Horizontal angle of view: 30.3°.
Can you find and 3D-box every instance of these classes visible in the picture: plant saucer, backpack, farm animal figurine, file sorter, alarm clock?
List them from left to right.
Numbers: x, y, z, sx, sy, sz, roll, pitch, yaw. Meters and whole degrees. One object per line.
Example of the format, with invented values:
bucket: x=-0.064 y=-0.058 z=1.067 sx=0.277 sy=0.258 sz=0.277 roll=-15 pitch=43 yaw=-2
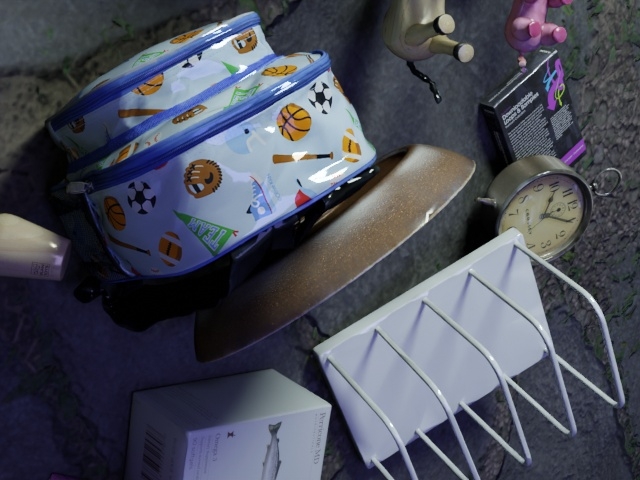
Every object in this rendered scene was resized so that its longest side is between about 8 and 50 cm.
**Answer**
backpack: x=-0.088 y=-0.073 z=0.992 sx=0.276 sy=0.263 sz=0.213 roll=-39 pitch=112 yaw=-23
plant saucer: x=0.000 y=0.000 z=1.080 sx=0.310 sy=0.310 sz=0.050 roll=-40 pitch=98 yaw=-23
file sorter: x=0.171 y=0.159 z=1.326 sx=0.277 sy=0.173 sz=0.193 roll=-30 pitch=125 yaw=-11
farm animal figurine: x=0.164 y=-0.352 z=1.181 sx=0.330 sy=0.172 sz=0.327 roll=-32 pitch=113 yaw=-19
alarm clock: x=0.272 y=-0.044 z=1.408 sx=0.192 sy=0.064 sz=0.129 roll=-19 pitch=125 yaw=-8

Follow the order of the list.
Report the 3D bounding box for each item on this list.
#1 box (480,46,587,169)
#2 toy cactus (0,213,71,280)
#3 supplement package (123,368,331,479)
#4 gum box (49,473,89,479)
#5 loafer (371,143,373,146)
box: x=0.260 y=-0.135 z=1.427 sx=0.116 sy=0.029 sz=0.162 roll=-41 pitch=130 yaw=-20
toy cactus: x=-0.289 y=-0.005 z=0.922 sx=0.180 sy=0.112 sz=0.219 roll=14 pitch=111 yaw=-3
supplement package: x=-0.094 y=0.206 z=1.202 sx=0.179 sy=0.105 sz=0.105 roll=-5 pitch=109 yaw=-40
gum box: x=-0.175 y=0.293 z=1.163 sx=0.188 sy=0.107 sz=0.062 roll=24 pitch=90 yaw=-43
loafer: x=0.040 y=-0.076 z=1.240 sx=0.061 sy=0.062 sz=0.170 roll=-57 pitch=134 yaw=-15
